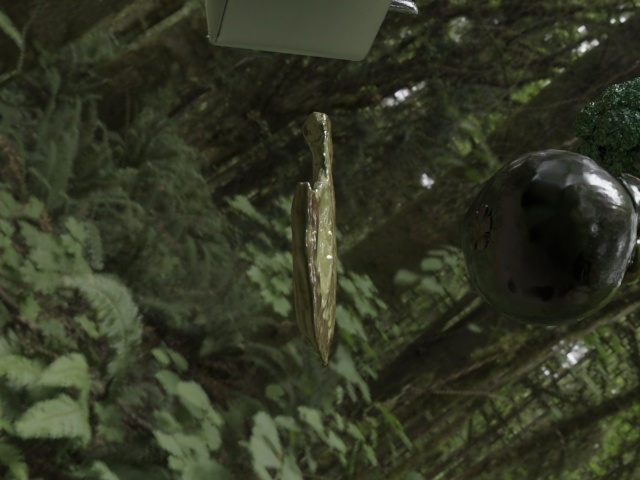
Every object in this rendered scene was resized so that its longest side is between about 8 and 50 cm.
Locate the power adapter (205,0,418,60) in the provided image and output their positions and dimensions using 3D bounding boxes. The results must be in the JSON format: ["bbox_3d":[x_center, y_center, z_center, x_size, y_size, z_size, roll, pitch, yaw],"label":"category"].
[{"bbox_3d":[0.007,-0.304,0.905,0.187,0.255,0.124,120,-33,-52],"label":"power adapter"}]

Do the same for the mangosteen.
[{"bbox_3d":[0.372,0.002,1.185,0.275,0.302,0.275,-175,-90,-73],"label":"mangosteen"}]

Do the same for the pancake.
[{"bbox_3d":[0.000,0.000,0.711,0.235,0.029,0.212,-83,171,-57],"label":"pancake"}]

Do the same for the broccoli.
[{"bbox_3d":[0.598,-0.166,1.430,0.270,0.270,0.270,46,-24,53],"label":"broccoli"}]
